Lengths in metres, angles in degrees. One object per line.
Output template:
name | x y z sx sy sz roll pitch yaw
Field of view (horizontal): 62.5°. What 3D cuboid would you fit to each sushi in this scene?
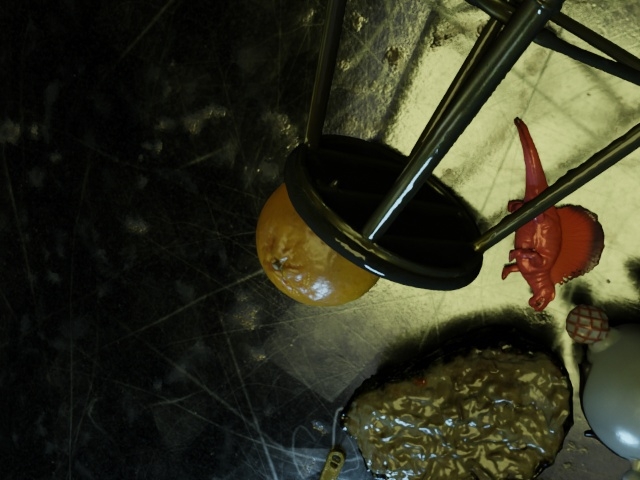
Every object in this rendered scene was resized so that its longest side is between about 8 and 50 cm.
sushi | 0.205 0.264 0.807 0.350 0.171 0.210 -18 90 22

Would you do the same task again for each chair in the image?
chair | 0.168 -0.177 0.627 0.410 0.365 0.362 -60 44 32

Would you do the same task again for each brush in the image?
brush | 0.000 0.490 1.012 0.083 0.010 0.218 23 105 17

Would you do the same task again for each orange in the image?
orange | 0.002 -0.001 0.838 0.219 0.193 0.219 8 119 15

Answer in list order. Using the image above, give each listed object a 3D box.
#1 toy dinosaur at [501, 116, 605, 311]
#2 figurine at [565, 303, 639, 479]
toy dinosaur | 0.345 -0.035 0.768 0.139 0.070 0.286 2 97 11
figurine | 0.472 0.144 0.688 0.281 0.167 0.369 24 102 2
